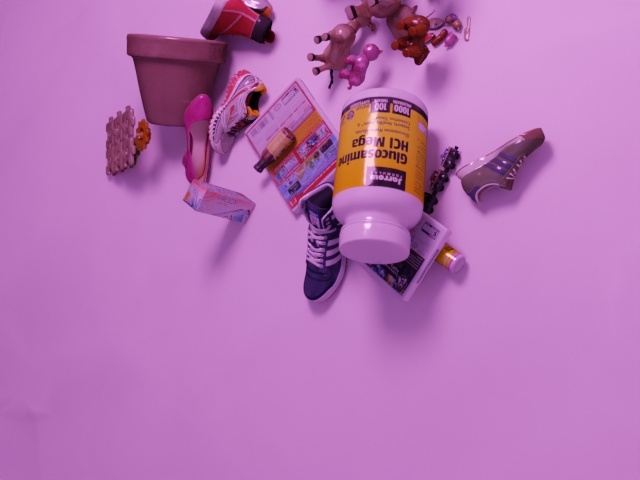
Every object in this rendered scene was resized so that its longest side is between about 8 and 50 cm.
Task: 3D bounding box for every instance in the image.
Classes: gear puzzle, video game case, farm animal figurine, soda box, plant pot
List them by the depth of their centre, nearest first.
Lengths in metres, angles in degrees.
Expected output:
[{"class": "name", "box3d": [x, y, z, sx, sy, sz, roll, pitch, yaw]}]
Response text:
[{"class": "video game case", "box3d": [0.172, 0.011, 1.532, 0.173, 0.022, 0.190, -59, 40, 10]}, {"class": "farm animal figurine", "box3d": [0.123, -0.512, 1.605, 0.330, 0.172, 0.326, 7, 114, 42]}, {"class": "video game case", "box3d": [-0.057, -0.235, 1.768, 0.204, 0.025, 0.285, -43, 60, 20]}, {"class": "soda box", "box3d": [-0.247, -0.095, 1.772, 0.058, 0.183, 0.062, 37, 103, 34]}, {"class": "plant pot", "box3d": [-0.381, -0.423, 1.920, 0.263, 0.263, 0.229, 13, 106, 36]}, {"class": "gear puzzle", "box3d": [-0.537, -0.285, 2.032, 0.339, 0.044, 0.175, -5, 85, 57]}]

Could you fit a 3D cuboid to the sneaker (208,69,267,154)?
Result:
[{"class": "sneaker", "box3d": [-0.214, -0.322, 1.856, 0.093, 0.088, 0.225, 32, 106, 23]}]

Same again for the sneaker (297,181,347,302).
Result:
[{"class": "sneaker", "box3d": [0.000, 0.000, 1.601, 0.099, 0.153, 0.282, 27, 96, 36]}]

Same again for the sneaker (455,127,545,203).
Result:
[{"class": "sneaker", "box3d": [0.370, -0.141, 1.436, 0.192, 0.064, 0.086, -29, 73, 27]}]

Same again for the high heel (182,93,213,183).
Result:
[{"class": "high heel", "box3d": [-0.311, -0.253, 1.871, 0.117, 0.082, 0.244, 56, 135, 37]}]

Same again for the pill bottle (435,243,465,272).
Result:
[{"class": "pill bottle", "box3d": [0.255, 0.029, 1.487, 0.083, 0.043, 0.043, 38, 103, 34]}]

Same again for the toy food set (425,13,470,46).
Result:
[{"class": "toy food set", "box3d": [0.269, -0.462, 1.593, 0.122, 0.019, 0.077, 0, 81, 35]}]

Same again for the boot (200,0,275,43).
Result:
[{"class": "boot", "box3d": [-0.216, -0.555, 1.907, 0.088, 0.176, 0.244, -64, 16, -12]}]

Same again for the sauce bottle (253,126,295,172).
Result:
[{"class": "sauce bottle", "box3d": [-0.115, -0.219, 1.763, 0.128, 0.042, 0.042, -46, 59, 20]}]

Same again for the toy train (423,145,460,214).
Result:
[{"class": "toy train", "box3d": [0.251, -0.130, 1.534, 0.036, 0.027, 0.158, 33, 100, 46]}]

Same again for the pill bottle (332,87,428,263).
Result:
[{"class": "pill bottle", "box3d": [0.123, -0.129, 1.489, 0.188, 0.188, 0.333, -9, 64, 33]}]

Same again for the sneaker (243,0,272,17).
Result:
[{"class": "sneaker", "box3d": [-0.195, -0.693, 1.916, 0.121, 0.099, 0.262, -48, 59, 12]}]
